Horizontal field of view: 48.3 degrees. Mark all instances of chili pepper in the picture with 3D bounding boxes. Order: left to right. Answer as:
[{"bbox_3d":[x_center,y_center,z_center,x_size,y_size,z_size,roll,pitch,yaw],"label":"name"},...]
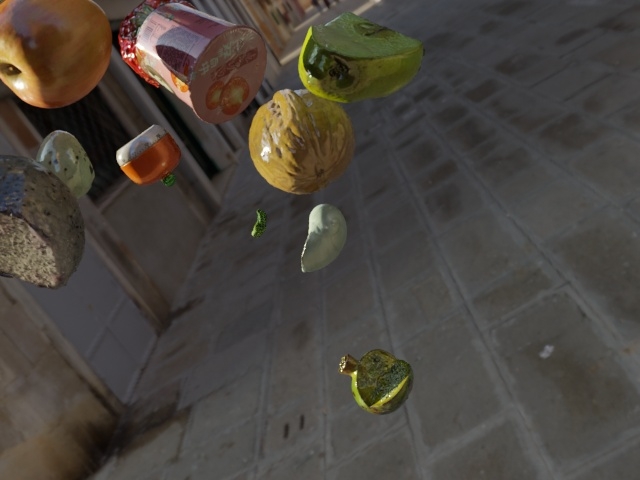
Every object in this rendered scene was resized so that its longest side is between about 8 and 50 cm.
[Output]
[{"bbox_3d":[-0.182,-0.049,2.144,0.034,0.030,0.091,10,84,28],"label":"chili pepper"}]

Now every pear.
[{"bbox_3d":[0.079,-0.446,1.846,0.286,0.176,0.282,29,42,24],"label":"pear"}]

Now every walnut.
[{"bbox_3d":[-0.056,-0.292,2.056,0.333,0.332,0.333,-31,16,10],"label":"walnut"}]

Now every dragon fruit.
[{"bbox_3d":[-0.570,-0.066,1.318,0.221,0.283,0.203,117,166,-50],"label":"dragon fruit"}]

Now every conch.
[{"bbox_3d":[0.004,0.001,2.137,0.121,0.221,0.185,29,32,29],"label":"conch"}]

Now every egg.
[{"bbox_3d":[-0.593,-0.173,1.657,0.131,0.164,0.131,0,9,0],"label":"egg"}]

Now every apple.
[{"bbox_3d":[-0.580,-0.422,1.534,0.242,0.242,0.241,-15,33,49],"label":"apple"}]

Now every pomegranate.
[{"bbox_3d":[0.123,0.320,1.613,0.169,0.122,0.143,12,61,12],"label":"pomegranate"}]

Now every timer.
[{"bbox_3d":[-0.339,-0.163,1.458,0.136,0.136,0.099,-44,13,-29],"label":"timer"}]

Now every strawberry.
[{"bbox_3d":[-0.457,-0.565,2.096,0.257,0.257,0.277,-39,-14,-15],"label":"strawberry"}]

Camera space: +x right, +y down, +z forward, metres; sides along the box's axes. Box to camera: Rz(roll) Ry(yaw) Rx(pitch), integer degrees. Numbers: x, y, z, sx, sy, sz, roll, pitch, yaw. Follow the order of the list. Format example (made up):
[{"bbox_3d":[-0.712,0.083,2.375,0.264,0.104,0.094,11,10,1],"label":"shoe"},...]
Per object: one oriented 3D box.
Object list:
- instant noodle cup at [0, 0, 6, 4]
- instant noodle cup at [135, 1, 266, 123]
[{"bbox_3d":[-0.862,-0.604,1.789,0.205,0.205,0.153,-38,52,-13],"label":"instant noodle cup"},{"bbox_3d":[-0.291,-0.430,1.690,0.231,0.243,0.243,32,59,27],"label":"instant noodle cup"}]
